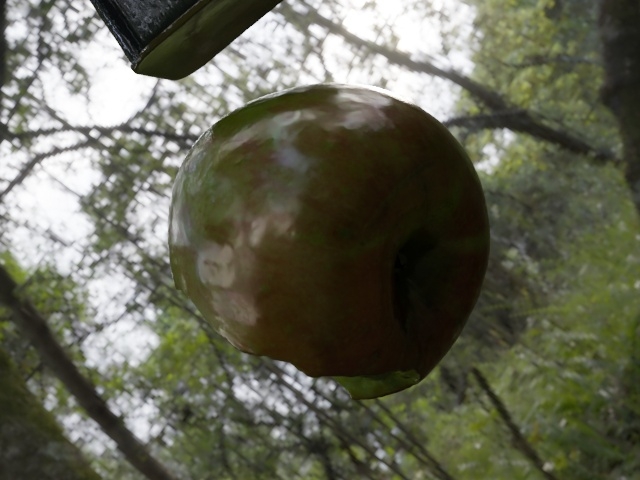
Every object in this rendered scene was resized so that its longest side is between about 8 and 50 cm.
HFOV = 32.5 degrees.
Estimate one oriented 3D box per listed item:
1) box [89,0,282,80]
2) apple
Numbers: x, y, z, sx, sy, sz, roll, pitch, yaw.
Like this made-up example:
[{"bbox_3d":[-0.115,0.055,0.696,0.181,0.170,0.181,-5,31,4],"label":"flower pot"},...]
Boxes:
[{"bbox_3d":[-0.087,-0.229,0.909,0.201,0.090,0.144,-36,-2,14],"label":"box"},{"bbox_3d":[0.000,0.000,0.844,0.246,0.226,0.246,-18,-64,-43],"label":"apple"}]
